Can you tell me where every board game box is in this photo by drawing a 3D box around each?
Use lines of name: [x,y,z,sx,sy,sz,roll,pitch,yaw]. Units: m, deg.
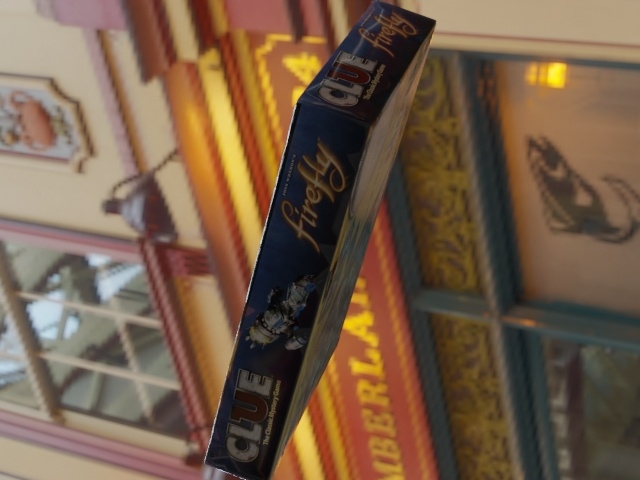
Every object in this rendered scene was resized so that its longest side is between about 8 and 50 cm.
board game box: [0.000,0.000,0.862,0.165,0.042,0.243,-59,-13,-59]
